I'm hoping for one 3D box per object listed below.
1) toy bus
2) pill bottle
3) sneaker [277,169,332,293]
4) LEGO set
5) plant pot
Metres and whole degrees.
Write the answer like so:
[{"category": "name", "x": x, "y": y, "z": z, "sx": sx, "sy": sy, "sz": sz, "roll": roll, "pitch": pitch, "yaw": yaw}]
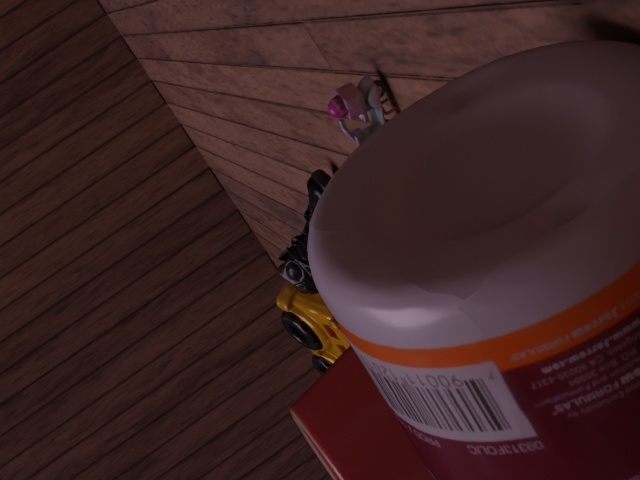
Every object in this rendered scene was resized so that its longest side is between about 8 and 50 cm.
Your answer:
[{"category": "toy bus", "x": 0.075, "y": 0.134, "z": 2.186, "sx": 0.211, "sy": 0.149, "sz": 0.220, "roll": 21, "pitch": 151, "yaw": 49}, {"category": "pill bottle", "x": 0.175, "y": 0.102, "z": 0.858, "sx": 0.392, "sy": 0.224, "sz": 0.224, "roll": 59, "pitch": 173, "yaw": -29}, {"category": "sneaker", "x": 0.000, "y": 0.000, "z": 2.014, "sx": 0.087, "sy": 0.130, "sz": 0.227, "roll": 49, "pitch": 169, "yaw": 29}, {"category": "LEGO set", "x": 0.087, "y": -0.030, "z": 1.322, "sx": 0.287, "sy": 0.107, "sz": 0.132, "roll": 47, "pitch": 170, "yaw": 52}, {"category": "plant pot", "x": 0.116, "y": 0.196, "z": 1.657, "sx": 0.275, "sy": 0.243, "sz": 0.275, "roll": 55, "pitch": 174, "yaw": 9}]
